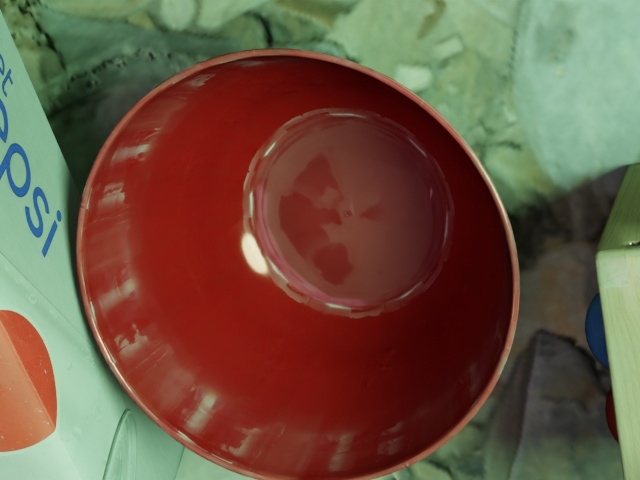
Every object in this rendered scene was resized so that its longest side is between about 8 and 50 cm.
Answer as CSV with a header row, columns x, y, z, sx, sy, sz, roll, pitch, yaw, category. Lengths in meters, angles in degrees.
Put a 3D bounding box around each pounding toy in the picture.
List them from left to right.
x,y,z,sx,sy,sz,roll,pitch,yaw,category
0.149,0.080,0.553,0.094,0.206,0.181,-5,106,18,pounding toy

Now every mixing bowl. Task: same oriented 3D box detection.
x,y,z,sx,sy,sz,roll,pitch,yaw,category
0.000,0.000,0.631,0.181,0.098,0.181,5,109,15,mixing bowl

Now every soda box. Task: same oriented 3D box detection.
x,y,z,sx,sy,sz,roll,pitch,yaw,category
-0.146,0.027,0.628,0.091,0.098,0.286,-4,129,16,soda box
